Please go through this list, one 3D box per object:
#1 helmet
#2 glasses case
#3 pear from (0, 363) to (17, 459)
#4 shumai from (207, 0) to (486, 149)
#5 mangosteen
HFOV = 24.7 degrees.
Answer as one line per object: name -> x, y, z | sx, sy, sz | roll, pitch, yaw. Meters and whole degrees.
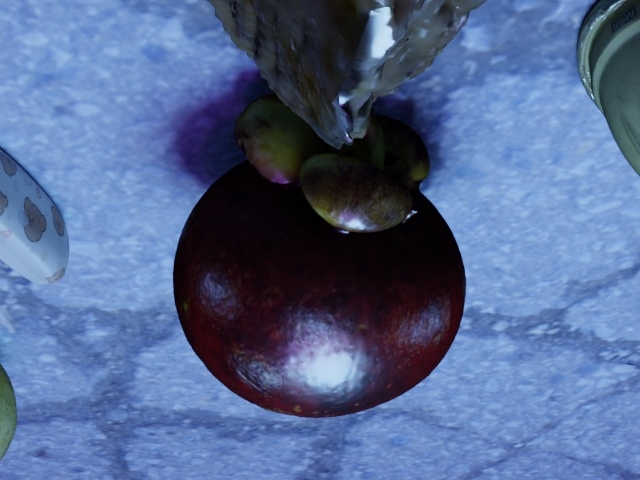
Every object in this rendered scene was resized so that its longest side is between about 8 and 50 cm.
helmet -> 0.297, -0.073, 0.979 | 0.257, 0.137, 0.204 | 14, 148, -27
glasses case -> -0.238, -0.021, 1.126 | 0.041, 0.063, 0.164 | -8, 150, 17
pear -> -0.369, 0.159, 1.379 | 0.167, 0.136, 0.167 | -3, 149, -2
shumai -> 0.067, -0.212, 0.743 | 0.283, 0.217, 0.346 | -33, 163, -8
mangosteen -> 0.000, 0.000, 1.060 | 0.215, 0.215, 0.257 | 0, 120, -3
